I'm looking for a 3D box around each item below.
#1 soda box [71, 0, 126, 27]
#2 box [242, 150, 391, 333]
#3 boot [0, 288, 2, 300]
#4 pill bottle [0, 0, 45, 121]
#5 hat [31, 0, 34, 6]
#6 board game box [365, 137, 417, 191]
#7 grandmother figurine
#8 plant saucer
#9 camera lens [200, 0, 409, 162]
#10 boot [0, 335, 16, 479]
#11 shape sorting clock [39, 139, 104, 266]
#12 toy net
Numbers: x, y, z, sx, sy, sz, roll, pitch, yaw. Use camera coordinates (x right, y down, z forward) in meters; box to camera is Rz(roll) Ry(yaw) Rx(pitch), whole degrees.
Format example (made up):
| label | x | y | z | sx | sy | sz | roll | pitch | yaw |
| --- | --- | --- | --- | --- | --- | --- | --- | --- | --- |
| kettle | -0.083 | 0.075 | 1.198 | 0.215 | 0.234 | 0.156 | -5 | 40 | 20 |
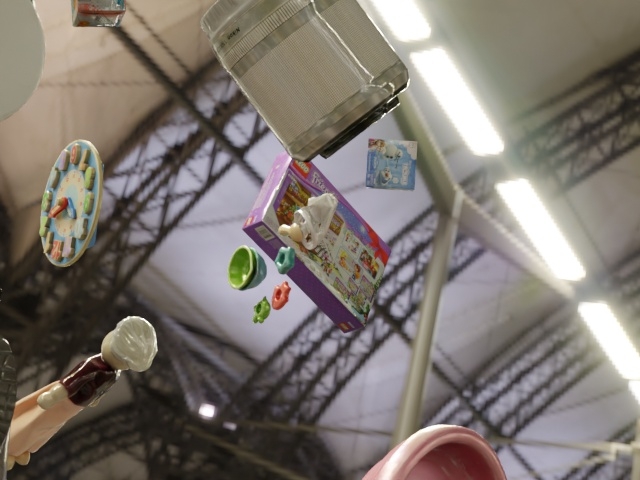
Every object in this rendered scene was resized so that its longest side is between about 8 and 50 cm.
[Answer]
| label | x | y | z | sx | sy | sz | roll | pitch | yaw |
| --- | --- | --- | --- | --- | --- | --- | --- | --- | --- |
| soda box | -0.266 | -0.346 | 1.470 | 0.058 | 0.183 | 0.063 | -2 | -8 | -18 |
| box | 0.000 | 0.000 | 2.264 | 0.057 | 0.201 | 0.293 | -21 | -57 | 39 |
| boot | -0.645 | 0.129 | 2.330 | 0.099 | 0.121 | 0.045 | -23 | -52 | 11 |
| pill bottle | -0.513 | -0.235 | 1.562 | 0.224 | 0.224 | 0.392 | 34 | -16 | -35 |
| hat | -0.637 | -0.387 | 2.332 | 0.173 | 0.208 | 0.183 | 21 | -52 | -8 |
| board game box | 0.128 | -0.137 | 2.259 | 0.090 | 0.090 | 0.020 | 4 | -9 | -2 |
| grandmother figurine | -0.415 | 0.251 | 2.107 | 0.104 | 0.342 | 0.208 | 51 | 9 | 1 |
| plant saucer | 0.117 | 0.382 | 1.479 | 0.084 | 0.332 | 0.332 | 1 | -28 | 37 |
| camera lens | -0.019 | -0.271 | 1.855 | 0.274 | 0.219 | 0.219 | 53 | -34 | -3 |
| boot | -0.487 | 0.308 | 1.714 | 0.118 | 0.338 | 0.223 | 6 | -19 | -15 |
| shape sorting clock | -0.402 | -0.060 | 1.998 | 0.040 | 0.206 | 0.206 | 6 | -18 | -36 |
| toy net | -0.054 | 0.018 | 1.821 | 0.045 | 0.122 | 0.232 | 17 | -47 | -32 |
